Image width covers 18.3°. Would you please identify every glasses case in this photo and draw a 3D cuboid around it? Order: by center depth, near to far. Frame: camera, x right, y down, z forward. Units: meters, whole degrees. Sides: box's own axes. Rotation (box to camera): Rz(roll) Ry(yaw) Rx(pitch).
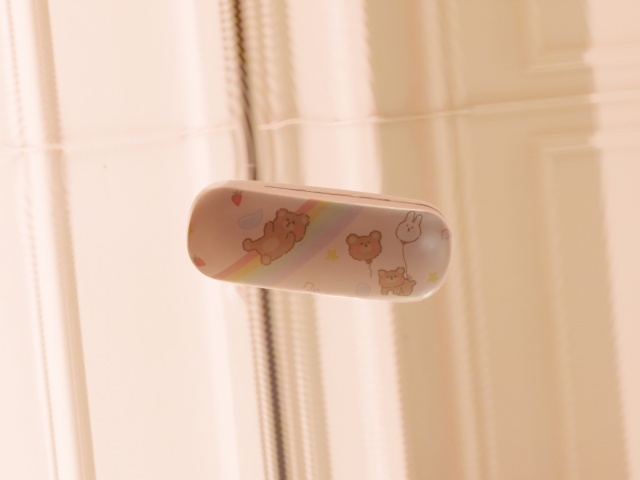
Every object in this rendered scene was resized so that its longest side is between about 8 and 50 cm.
[{"bbox_3d":[0.000,0.000,0.618,0.083,0.021,0.032,7,-74,-7],"label":"glasses case"}]
